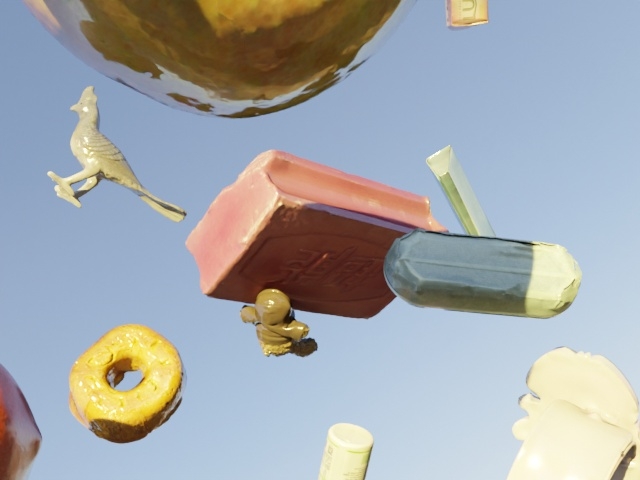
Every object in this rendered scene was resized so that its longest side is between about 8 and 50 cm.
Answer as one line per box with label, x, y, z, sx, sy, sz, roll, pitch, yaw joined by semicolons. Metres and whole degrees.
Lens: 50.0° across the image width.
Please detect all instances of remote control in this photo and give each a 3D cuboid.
remote control;0.204;0.040;0.865;0.247;0.104;0.052;5;-33;-2

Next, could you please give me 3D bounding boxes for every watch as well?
watch;0.312;0.287;0.894;0.231;0.196;0.244;-23;-55;-43

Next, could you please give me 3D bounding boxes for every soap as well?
soap;0.000;0.000;1.104;0.360;0.128;0.233;12;-49;-38

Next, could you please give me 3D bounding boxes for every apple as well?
apple;-0.074;-0.240;0.482;0.319;0.319;0.277;-15;-2;-23

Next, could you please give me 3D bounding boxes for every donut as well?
donut;-0.367;0.270;1.313;0.227;0.226;0.114;-17;-34;-20

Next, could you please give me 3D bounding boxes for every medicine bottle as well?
medicine bottle;0.039;0.436;1.257;0.086;0.086;0.183;0;-72;-38

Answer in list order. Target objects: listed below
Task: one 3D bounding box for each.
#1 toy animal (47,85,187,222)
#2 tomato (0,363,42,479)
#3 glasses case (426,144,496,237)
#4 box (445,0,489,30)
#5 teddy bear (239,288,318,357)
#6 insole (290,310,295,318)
toy animal;-0.470;-0.152;1.460;0.206;0.367;0.081;-34;-5;-30
tomato;-0.515;0.265;0.852;0.321;0.321;0.321;-21;-35;-15
glasses case;0.302;-0.065;1.464;0.056;0.105;0.266;-17;-56;28
box;0.221;-0.404;1.049;0.060;0.111;0.156;-3;-74;7
teddy bear;-0.070;0.144;1.079;0.078;0.119;0.160;-61;-28;-33
insole;-0.066;0.126;1.232;0.045;0.135;0.002;-10;-42;12
